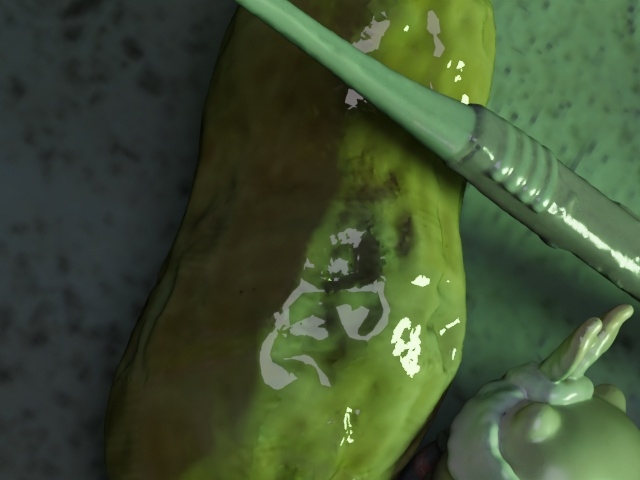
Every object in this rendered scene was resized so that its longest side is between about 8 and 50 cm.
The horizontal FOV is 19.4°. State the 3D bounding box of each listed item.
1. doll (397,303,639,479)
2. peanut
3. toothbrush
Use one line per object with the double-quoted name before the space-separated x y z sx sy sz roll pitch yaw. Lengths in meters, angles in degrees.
"doll" 0.057 0.075 0.549 0.073 0.084 0.127 5 102 -45
"peanut" 0.000 0.000 0.546 0.099 0.099 0.214 17 71 -10
"toothbrush" 0.067 -0.015 0.519 0.354 0.029 0.024 34 48 -31
